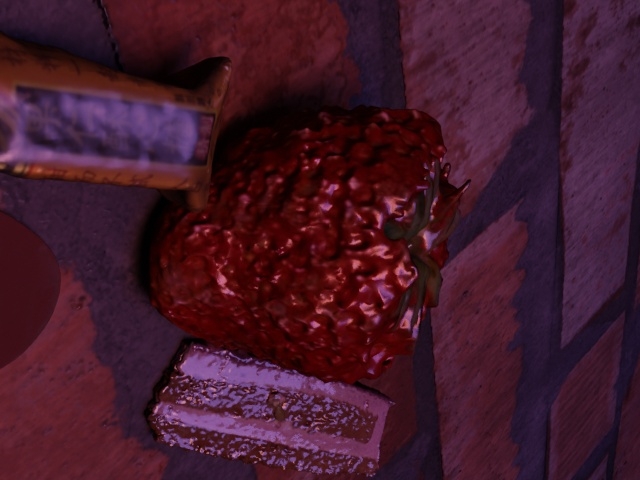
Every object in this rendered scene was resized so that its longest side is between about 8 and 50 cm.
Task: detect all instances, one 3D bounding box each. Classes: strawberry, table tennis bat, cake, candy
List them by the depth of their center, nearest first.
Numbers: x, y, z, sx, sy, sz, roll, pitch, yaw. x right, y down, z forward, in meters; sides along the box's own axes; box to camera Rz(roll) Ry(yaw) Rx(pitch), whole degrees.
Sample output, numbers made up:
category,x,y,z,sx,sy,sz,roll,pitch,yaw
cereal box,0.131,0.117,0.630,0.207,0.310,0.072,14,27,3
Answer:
category,x,y,z,sx,sy,sz,roll,pitch,yaw
candy,-0.184,-0.081,0.600,0.271,0.101,0.143,1,104,-44
table tennis bat,-0.280,0.023,0.608,0.131,0.022,0.234,-55,143,-11
strawberry,-0.001,-0.001,0.790,0.261,0.258,0.261,10,90,-70
cake,-0.057,0.179,0.926,0.295,0.113,0.115,21,92,-40
